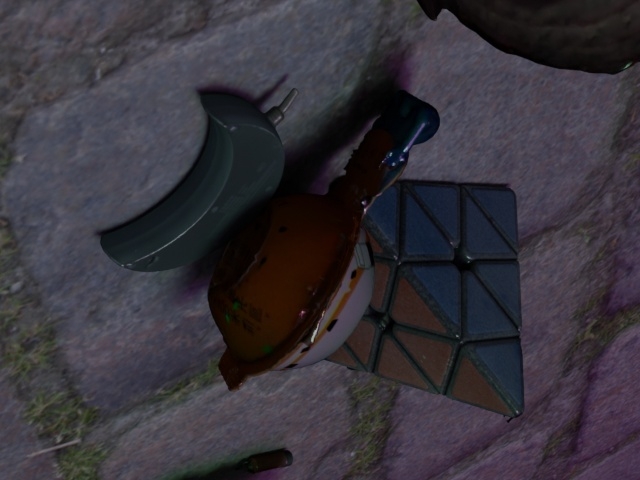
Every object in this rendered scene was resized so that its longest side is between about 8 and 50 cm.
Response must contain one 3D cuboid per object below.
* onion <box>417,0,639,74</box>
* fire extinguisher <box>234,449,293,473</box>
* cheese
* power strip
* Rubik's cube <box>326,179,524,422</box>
[{"bbox_3d":[0.231,-0.271,1.015,0.146,0.280,0.314,-21,151,-54],"label":"onion"},{"bbox_3d":[-0.075,0.293,1.718,0.083,0.022,0.028,-4,167,-44],"label":"fire extinguisher"},{"bbox_3d":[0.000,0.000,1.243,0.129,0.217,0.329,33,94,-21],"label":"cheese"},{"bbox_3d":[-0.095,-0.056,1.172,0.137,0.044,0.216,8,128,-52],"label":"power strip"},{"bbox_3d":[0.108,0.052,1.446,0.229,0.228,0.233,7,97,-3],"label":"Rubik's cube"}]
